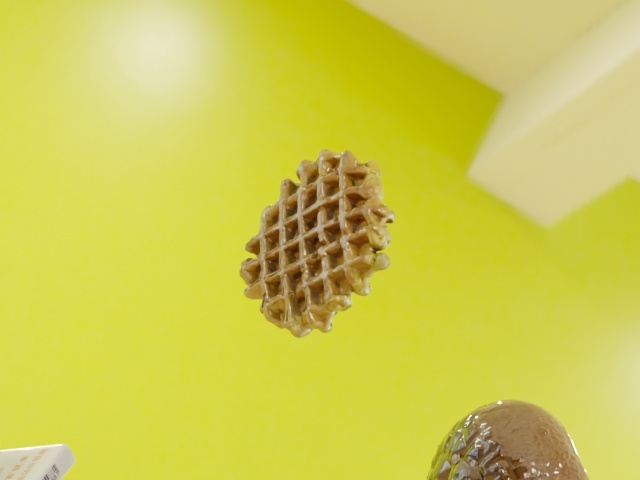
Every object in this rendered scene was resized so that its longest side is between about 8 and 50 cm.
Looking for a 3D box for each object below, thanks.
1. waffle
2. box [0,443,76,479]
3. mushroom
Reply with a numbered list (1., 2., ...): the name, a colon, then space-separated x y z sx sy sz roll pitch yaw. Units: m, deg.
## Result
1. waffle: -0.004 0.001 1.805 0.038 0.191 0.191 30 -15 -40
2. box: -0.364 0.259 1.935 0.220 0.122 0.032 -10 -62 32
3. mushroom: 0.194 0.290 2.032 0.153 0.253 0.253 9 -12 -21
